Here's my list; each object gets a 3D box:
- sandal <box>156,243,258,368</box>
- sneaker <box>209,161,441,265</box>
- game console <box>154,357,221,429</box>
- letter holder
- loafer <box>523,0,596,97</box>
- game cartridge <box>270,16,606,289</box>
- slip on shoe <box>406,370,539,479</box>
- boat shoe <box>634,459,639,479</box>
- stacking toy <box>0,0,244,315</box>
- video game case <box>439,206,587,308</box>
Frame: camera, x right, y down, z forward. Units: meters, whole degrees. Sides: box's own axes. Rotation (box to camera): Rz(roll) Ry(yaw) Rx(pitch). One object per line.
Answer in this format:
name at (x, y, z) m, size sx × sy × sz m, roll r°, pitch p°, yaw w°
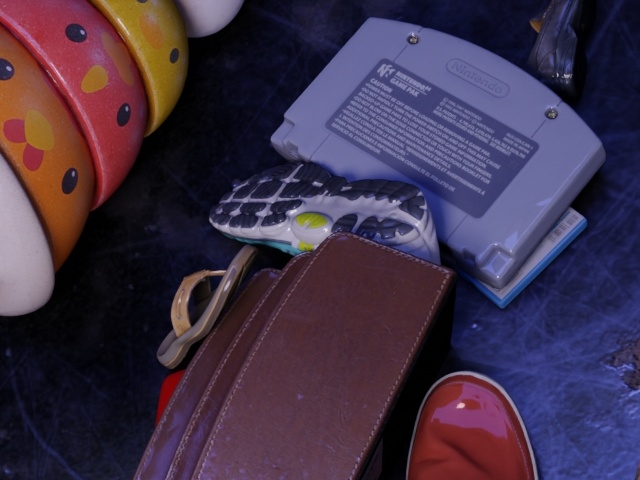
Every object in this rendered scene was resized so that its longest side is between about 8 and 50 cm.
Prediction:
sandal at (-0.118, 0.060, 1.495) m, size 0.049 × 0.180 × 0.072 m, roll 38°, pitch 45°, yaw -6°
sneaker at (0.000, 0.000, 1.524) m, size 0.275 × 0.110 × 0.107 m, roll 15°, pitch 49°, yaw 42°
game console at (-0.091, 0.193, 1.497) m, size 0.124 × 0.085 × 0.144 m, roll -22°, pitch 51°, yaw 42°
letter holder at (-0.038, 0.144, 1.388) m, size 0.214 × 0.152 × 0.302 m, roll 22°, pitch 64°, yaw 13°
loafer at (0.240, -0.223, 1.602) m, size 0.061 × 0.062 × 0.170 m, roll 3°, pitch 61°, yaw 24°
game cartridge at (0.119, -0.099, 1.555) m, size 0.297 × 0.062 × 0.198 m, roll 33°, pitch 71°, yaw 30°
slip on shoe at (0.118, 0.259, 1.346) m, size 0.123 × 0.101 × 0.331 m, roll -1°, pitch 60°, yaw 18°
boat shoe at (0.319, 0.180, 1.334) m, size 0.092 × 0.103 × 0.285 m, roll 11°, pitch 69°, yaw 16°
stacking toy at (-0.258, -0.187, 1.626) m, size 0.351 × 0.350 × 0.480 m, roll 31°, pitch 59°, yaw 29°
video game case at (0.158, -0.024, 1.541) m, size 0.119 × 0.015 × 0.166 m, roll -44°, pitch 59°, yaw -9°
